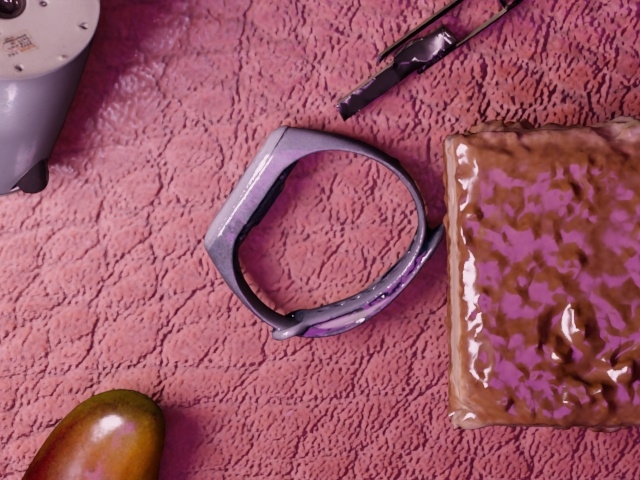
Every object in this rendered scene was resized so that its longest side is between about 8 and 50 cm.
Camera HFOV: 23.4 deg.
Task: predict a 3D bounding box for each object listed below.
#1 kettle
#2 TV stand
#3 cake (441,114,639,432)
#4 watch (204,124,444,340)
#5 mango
[{"bbox_3d":[-0.307,-0.161,1.363,0.210,0.243,0.160,41,60,7],"label":"kettle"},{"bbox_3d":[0.117,-0.192,1.422,0.249,0.036,0.042,-35,101,12],"label":"TV stand"},{"bbox_3d":[0.231,0.026,1.324,0.255,0.290,0.282,-2,87,2],"label":"cake"},{"bbox_3d":[0.000,0.000,1.468,0.193,0.068,0.206,33,103,-4],"label":"watch"},{"bbox_3d":[-0.232,0.258,1.529,0.133,0.111,0.267,36,106,11],"label":"mango"}]
